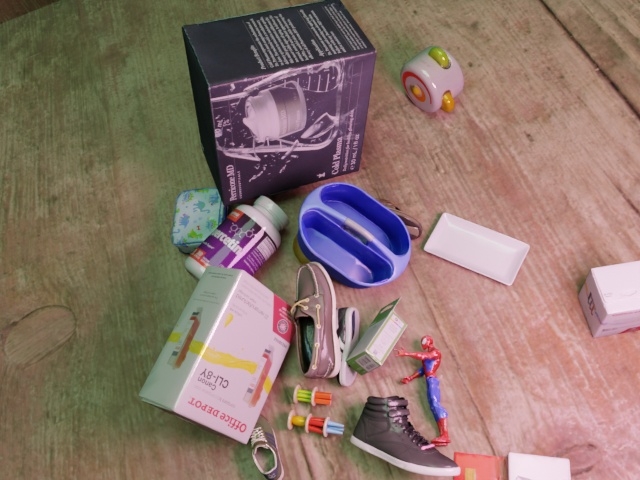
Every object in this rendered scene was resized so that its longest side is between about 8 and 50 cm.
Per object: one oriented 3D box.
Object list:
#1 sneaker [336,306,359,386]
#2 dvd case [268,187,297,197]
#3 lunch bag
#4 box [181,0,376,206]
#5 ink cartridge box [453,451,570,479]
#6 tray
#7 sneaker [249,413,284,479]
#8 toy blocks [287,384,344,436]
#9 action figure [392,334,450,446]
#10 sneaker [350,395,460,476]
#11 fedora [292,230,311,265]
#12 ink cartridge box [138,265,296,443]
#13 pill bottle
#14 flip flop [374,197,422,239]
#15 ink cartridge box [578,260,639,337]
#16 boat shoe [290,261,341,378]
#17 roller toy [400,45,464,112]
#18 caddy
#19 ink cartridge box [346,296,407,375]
[{"bbox_3d":[0.043,0.296,1.590,0.121,0.079,0.216,-5,69,33],"label":"sneaker"},{"bbox_3d":[-0.130,-0.198,1.926,0.119,0.013,0.087,-19,59,1],"label":"dvd case"},{"bbox_3d":[-0.389,-0.063,1.864,0.176,0.090,0.219,-7,60,10],"label":"lunch bag"},{"bbox_3d":[-0.124,-0.408,1.709,0.472,0.480,0.297,-16,56,-14],"label":"box"},{"bbox_3d":[0.439,0.646,1.305,0.261,0.066,0.296,2,62,12],"label":"ink cartridge box"},{"bbox_3d":[0.455,0.026,1.664,0.270,0.030,0.145,24,68,23],"label":"tray"},{"bbox_3d":[-0.150,0.533,1.484,0.064,0.086,0.192,-26,59,-2],"label":"sneaker"},{"bbox_3d":[-0.003,0.455,1.513,0.148,0.054,0.123,6,64,16],"label":"toy blocks"},{"bbox_3d":[0.256,0.381,1.474,0.139,0.091,0.280,1,62,2],"label":"action figure"},{"bbox_3d":[0.207,0.463,1.376,0.296,0.105,0.146,8,83,41],"label":"sneaker"},{"bbox_3d":[0.000,0.000,1.750,0.194,0.079,0.194,-6,60,10],"label":"fedora"},{"bbox_3d":[-0.249,0.302,1.505,0.160,0.279,0.384,4,61,42],"label":"ink cartridge box"},{"bbox_3d":[-0.247,0.018,1.735,0.181,0.181,0.323,34,73,26],"label":"pill bottle"},{"bbox_3d":[0.191,-0.087,1.751,0.277,0.112,0.080,23,54,28],"label":"flip flop"},{"bbox_3d":[0.753,0.151,1.443,0.128,0.176,0.127,-10,60,6],"label":"ink cartridge box"},{"bbox_3d":[-0.024,0.211,1.544,0.117,0.097,0.324,-24,67,45],"label":"boat shoe"},{"bbox_3d":[0.368,-0.532,1.900,0.146,0.209,0.191,-38,25,-9],"label":"roller toy"},{"bbox_3d":[0.091,-0.011,1.621,0.341,0.179,0.241,35,71,-1],"label":"caddy"},{"bbox_3d":[0.165,0.257,1.533,0.062,0.109,0.209,42,53,-2],"label":"ink cartridge box"}]
